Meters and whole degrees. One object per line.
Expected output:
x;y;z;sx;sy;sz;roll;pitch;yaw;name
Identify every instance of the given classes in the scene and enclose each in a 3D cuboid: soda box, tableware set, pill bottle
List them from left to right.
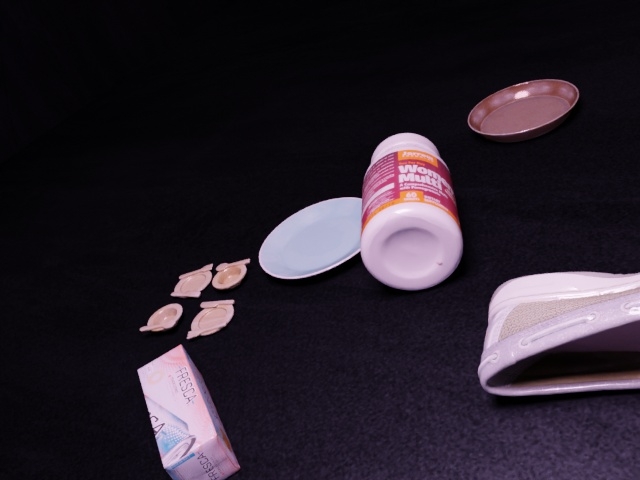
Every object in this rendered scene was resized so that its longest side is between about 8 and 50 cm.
-0.150;0.194;0.724;0.062;0.058;0.183;-31;30;-10;soda box
-0.175;0.084;0.950;0.141;0.020;0.169;-11;34;24;tableware set
0.113;-0.047;0.842;0.121;0.121;0.221;-16;32;15;pill bottle

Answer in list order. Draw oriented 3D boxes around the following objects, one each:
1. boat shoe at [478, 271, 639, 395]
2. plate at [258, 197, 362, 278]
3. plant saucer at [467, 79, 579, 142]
0.286;0.081;0.534;0.320;0.118;0.103;-7;41;35;boat shoe
0.000;0.000;0.949;0.188;0.024;0.188;-18;32;12;plate
0.317;-0.199;1.021;0.168;0.029;0.168;-18;30;11;plant saucer
